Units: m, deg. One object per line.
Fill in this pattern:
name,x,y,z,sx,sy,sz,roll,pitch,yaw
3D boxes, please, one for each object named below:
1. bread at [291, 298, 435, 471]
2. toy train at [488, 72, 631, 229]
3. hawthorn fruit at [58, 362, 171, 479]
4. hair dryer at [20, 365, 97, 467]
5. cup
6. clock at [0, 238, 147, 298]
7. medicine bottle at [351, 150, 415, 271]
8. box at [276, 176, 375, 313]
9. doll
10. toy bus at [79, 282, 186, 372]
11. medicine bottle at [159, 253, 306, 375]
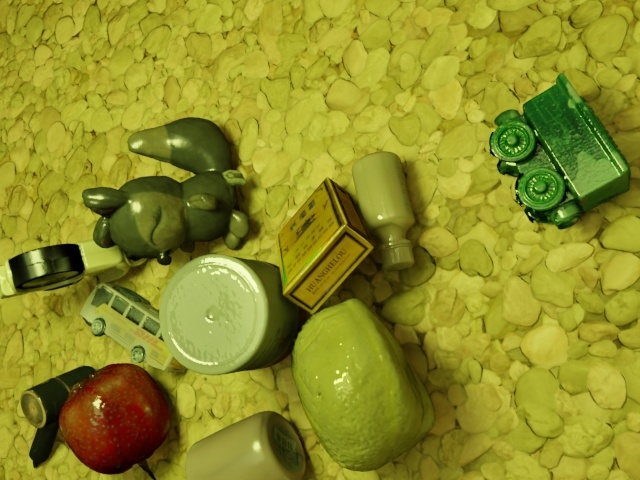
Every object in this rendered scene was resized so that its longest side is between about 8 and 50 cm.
bread,0.067,0.284,1.275,0.237,0.320,0.320,-33,64,-3
toy train,0.447,-0.158,1.255,0.202,0.145,0.266,-31,67,16
hawthorn fruit,-0.482,0.456,1.586,0.254,0.254,0.300,-27,96,21
hair dryer,-0.721,0.495,1.768,0.107,0.189,0.352,41,122,19
cup,-0.136,0.510,1.419,0.200,0.191,0.253,-31,96,16
clock,-0.624,0.058,1.698,0.276,0.379,0.120,-24,79,48
medicine bottle,0.144,-0.060,1.412,0.114,0.114,0.252,-20,70,24
box,0.000,0.000,1.393,0.193,0.084,0.301,-48,20,13
doll,-0.391,-0.114,1.622,0.252,0.382,0.378,109,150,-45
toy bus,-0.476,0.227,1.695,0.342,0.097,0.138,27,91,29
medicine bottle,-0.175,0.153,1.345,0.238,0.232,0.238,-2,84,18
